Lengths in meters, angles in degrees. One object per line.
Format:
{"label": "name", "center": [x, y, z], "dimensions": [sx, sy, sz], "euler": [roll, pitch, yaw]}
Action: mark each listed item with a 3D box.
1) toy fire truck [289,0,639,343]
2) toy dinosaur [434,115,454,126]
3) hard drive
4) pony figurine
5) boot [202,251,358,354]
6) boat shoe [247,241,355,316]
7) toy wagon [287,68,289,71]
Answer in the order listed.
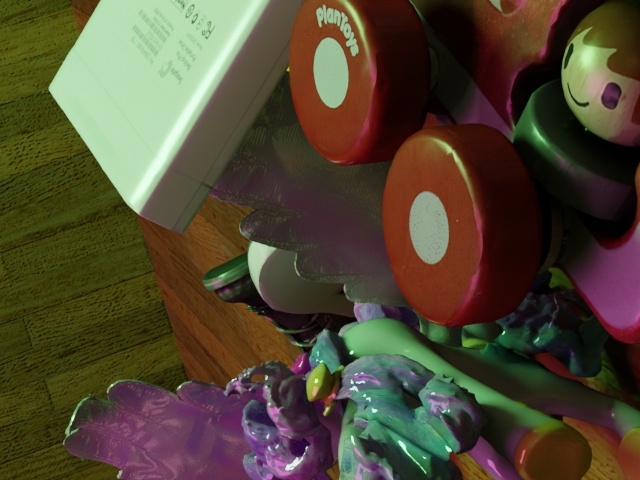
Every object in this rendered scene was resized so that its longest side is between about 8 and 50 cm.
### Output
{"label": "toy fire truck", "center": [0.121, -0.110, 0.891], "dimensions": [0.302, 0.169, 0.254], "euler": [59, 144, 39]}
{"label": "toy dinosaur", "center": [0.079, -0.180, 1.087], "dimensions": [0.118, 0.064, 0.268], "euler": [-101, 9, -54]}
{"label": "hard drive", "center": [-0.040, -0.201, 1.097], "dimensions": [0.047, 0.353, 0.233], "euler": [26, -168, -30]}
{"label": "pony figurine", "center": [0.048, 0.091, 1.141], "dimensions": [0.302, 0.351, 0.363], "euler": [-66, 25, 14]}
{"label": "boot", "center": [0.012, 0.109, 1.612], "dimensions": [0.263, 0.091, 0.229], "euler": [-3, -107, -59]}
{"label": "boat shoe", "center": [0.000, 0.000, 1.472], "dimensions": [0.088, 0.096, 0.267], "euler": [54, -163, 20]}
{"label": "toy wagon", "center": [-0.001, -0.198, 1.426], "dimensions": [0.344, 0.068, 0.267], "euler": [96, 151, -63]}
